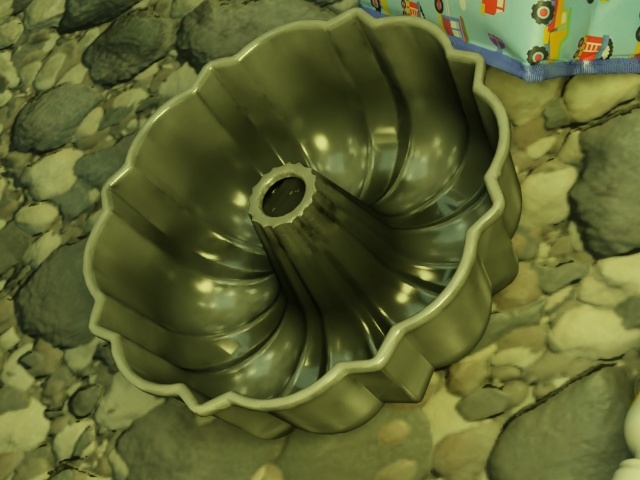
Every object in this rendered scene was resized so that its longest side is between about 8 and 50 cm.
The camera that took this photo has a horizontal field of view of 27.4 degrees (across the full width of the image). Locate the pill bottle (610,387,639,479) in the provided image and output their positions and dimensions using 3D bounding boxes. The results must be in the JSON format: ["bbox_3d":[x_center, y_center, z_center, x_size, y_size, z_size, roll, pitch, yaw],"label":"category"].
[{"bbox_3d":[0.244,0.088,0.737,0.119,0.119,0.208,19,70,39],"label":"pill bottle"}]

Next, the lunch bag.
[{"bbox_3d":[0.117,-0.260,0.999,0.293,0.138,0.221,28,117,48],"label":"lunch bag"}]

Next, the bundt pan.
[{"bbox_3d":[0.000,0.000,0.942,0.331,0.124,0.331,-16,51,21],"label":"bundt pan"}]
